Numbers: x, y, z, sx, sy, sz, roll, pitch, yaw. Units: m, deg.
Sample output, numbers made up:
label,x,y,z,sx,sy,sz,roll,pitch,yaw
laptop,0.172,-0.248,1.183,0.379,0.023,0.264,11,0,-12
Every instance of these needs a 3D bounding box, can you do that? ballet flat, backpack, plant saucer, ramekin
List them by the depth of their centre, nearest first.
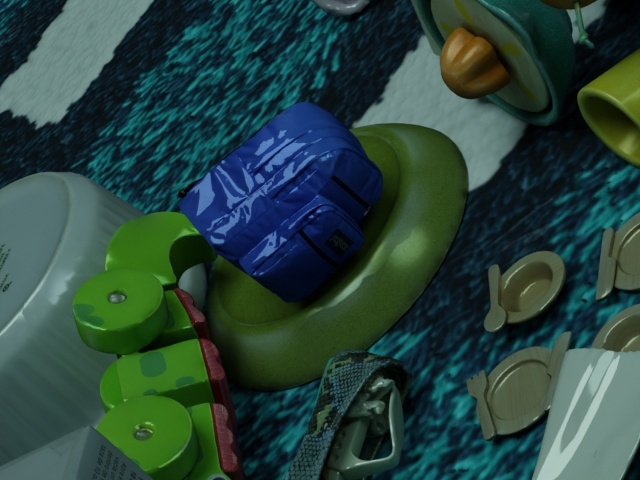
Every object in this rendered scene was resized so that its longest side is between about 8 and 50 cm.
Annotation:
label,x,y,z,sx,sy,sz,roll,pitch,yaw
ballet flat,0.013,0.146,1.091,0.070,0.070,0.188,-15,46,42
backpack,-0.014,-0.025,1.218,0.120,0.098,0.101,-45,60,4
plant saucer,0.000,0.000,1.297,0.241,0.037,0.241,-31,35,24
ramekin,-0.230,0.065,1.415,0.273,0.127,0.273,-31,35,24

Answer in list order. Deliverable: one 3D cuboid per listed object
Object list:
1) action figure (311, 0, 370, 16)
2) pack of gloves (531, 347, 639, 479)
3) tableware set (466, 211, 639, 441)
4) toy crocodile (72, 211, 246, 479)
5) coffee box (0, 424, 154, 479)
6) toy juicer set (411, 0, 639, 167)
label,x,y,z,sx,sy,sz,roll,pitch,yaw
action figure,0.103,-0.378,1.405,0.370,0.248,0.275,-10,47,49
pack of gloves,0.162,0.145,0.903,0.195,0.046,0.232,-10,52,47
tableware set,0.157,0.045,1.069,0.169,0.020,0.141,-25,37,31
toy crocodile,-0.099,0.116,1.201,0.105,0.115,0.340,-14,41,-3
coffee box,-0.082,0.243,0.861,0.168,0.297,0.119,-28,32,30
toy juicer set,0.100,-0.161,1.193,0.089,0.209,0.329,-44,31,-11
